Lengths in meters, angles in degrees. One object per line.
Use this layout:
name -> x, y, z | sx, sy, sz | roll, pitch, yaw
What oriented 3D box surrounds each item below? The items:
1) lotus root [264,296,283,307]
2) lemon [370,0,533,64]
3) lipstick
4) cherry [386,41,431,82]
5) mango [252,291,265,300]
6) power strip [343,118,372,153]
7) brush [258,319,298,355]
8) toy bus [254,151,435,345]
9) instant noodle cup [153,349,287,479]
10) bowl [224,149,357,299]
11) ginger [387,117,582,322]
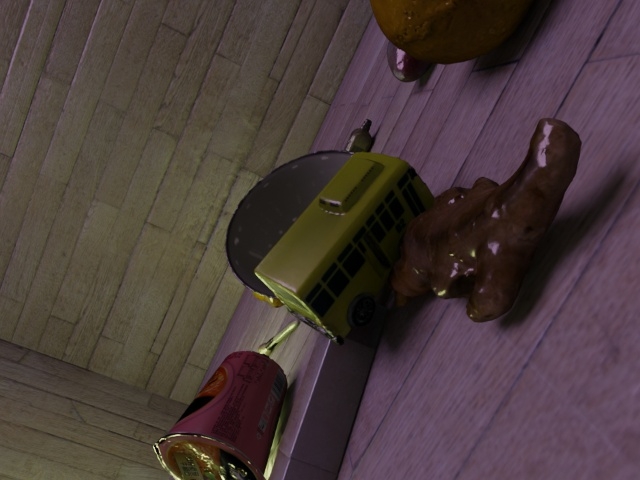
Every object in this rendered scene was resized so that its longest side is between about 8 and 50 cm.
lotus root -> -0.131, 0.157, 1.542 | 0.110, 0.097, 0.258 | -59, 3, -2
lemon -> 0.195, -0.410, 0.731 | 0.258, 0.258, 0.310 | -62, 14, 22
lipstick -> 0.002, 0.263, 0.711 | 0.371, 0.079, 0.076 | -70, 13, -17
cherry -> 0.221, -0.446, 1.085 | 0.148, 0.115, 0.188 | -50, 8, -27
mango -> -0.210, 0.162, 1.859 | 0.125, 0.111, 0.233 | -59, 11, 11
power strip -> 0.062, -0.179, 1.420 | 0.092, 0.066, 0.387 | -89, 22, -67
brush -> -0.120, 0.283, 1.388 | 0.299, 0.042, 0.039 | -47, 21, 50
toy bus -> 0.044, -0.003, 0.686 | 0.128, 0.150, 0.262 | 21, 67, 49
instant noodle cup -> -0.184, 0.384, 1.024 | 0.244, 0.244, 0.255 | -58, 5, 36
bowl -> 0.000, 0.000, 0.922 | 0.157, 0.337, 0.337 | 61, -141, -49
ginger -> 0.158, 0.007, 0.521 | 0.333, 0.080, 0.166 | 150, 127, -71
